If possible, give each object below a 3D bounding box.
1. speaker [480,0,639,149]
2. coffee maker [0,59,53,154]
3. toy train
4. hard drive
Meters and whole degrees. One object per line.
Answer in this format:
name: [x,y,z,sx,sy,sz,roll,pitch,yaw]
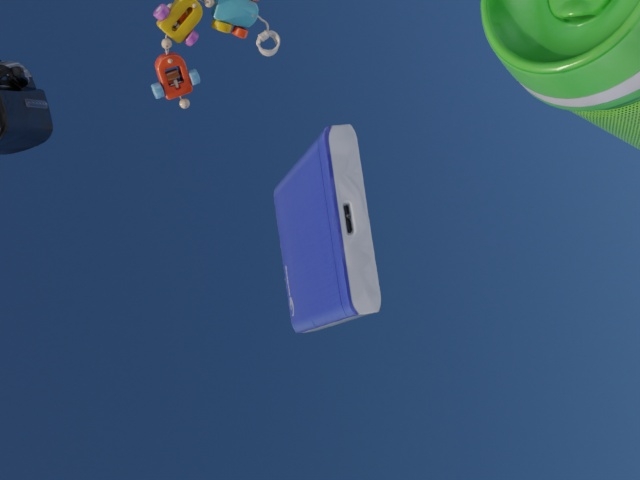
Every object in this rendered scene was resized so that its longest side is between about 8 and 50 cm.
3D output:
speaker: [0.226,-0.108,0.601,0.296,0.131,0.131,15,-104,-44]
coffee maker: [-0.421,-0.148,1.235,0.178,0.120,0.171,-44,-37,-84]
toy train: [-0.138,-0.240,1.173,0.166,0.046,0.125,-26,-58,-11]
hard drive: [0.000,0.000,1.220,0.040,0.318,0.210,-7,-97,-14]
